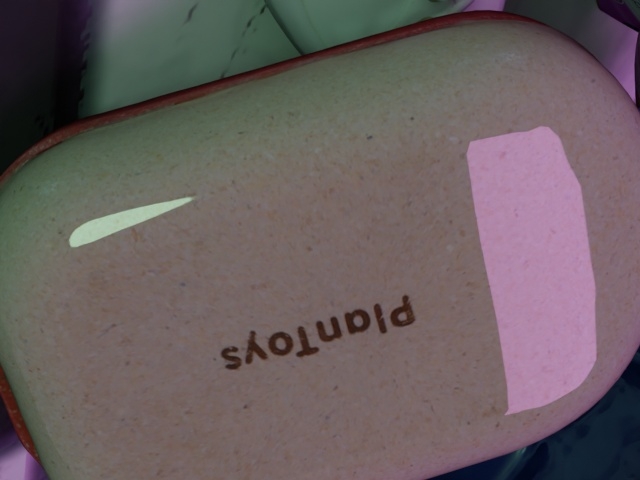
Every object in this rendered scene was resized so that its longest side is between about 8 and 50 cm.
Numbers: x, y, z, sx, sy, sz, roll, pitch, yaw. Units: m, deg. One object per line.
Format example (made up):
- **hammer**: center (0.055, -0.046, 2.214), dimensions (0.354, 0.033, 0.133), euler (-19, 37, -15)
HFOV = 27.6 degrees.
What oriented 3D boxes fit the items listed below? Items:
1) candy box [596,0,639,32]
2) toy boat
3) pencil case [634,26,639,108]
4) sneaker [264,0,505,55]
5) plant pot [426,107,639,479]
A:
- **candy box**: center (0.215, -0.218, 0.611), dimensions (0.233, 0.071, 0.159), euler (-52, 154, -4)
- **toy boat**: center (0.000, 0.000, 0.461), dimensions (0.231, 0.151, 0.151), euler (-16, 113, -2)
- **pencil case**: center (0.206, -0.061, 0.589), dimensions (0.124, 0.124, 0.284), euler (-50, 157, -7)
- **sneaker**: center (0.046, -0.122, 0.404), dimensions (0.106, 0.123, 0.290), euler (-46, 153, -19)
- **plant pot**: center (0.113, 0.089, 0.579), dimensions (0.236, 0.236, 0.212), euler (-50, 138, -4)
